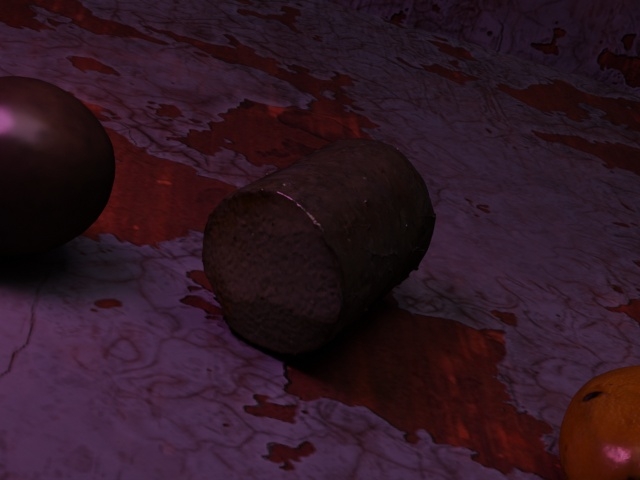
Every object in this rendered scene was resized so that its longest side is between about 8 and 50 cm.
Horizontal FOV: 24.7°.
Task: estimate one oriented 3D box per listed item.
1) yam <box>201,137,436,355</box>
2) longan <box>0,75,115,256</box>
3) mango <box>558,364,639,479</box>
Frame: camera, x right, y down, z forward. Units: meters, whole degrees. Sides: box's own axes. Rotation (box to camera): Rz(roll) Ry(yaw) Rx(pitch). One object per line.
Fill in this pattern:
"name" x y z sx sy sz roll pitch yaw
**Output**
"yam" 0.000 0.000 1.360 0.161 0.161 0.268 25 23 15
"longan" -0.282 -0.067 1.293 0.184 0.159 0.204 -5 15 -42
"mango" 0.281 0.178 1.234 0.157 0.109 0.262 15 14 16
